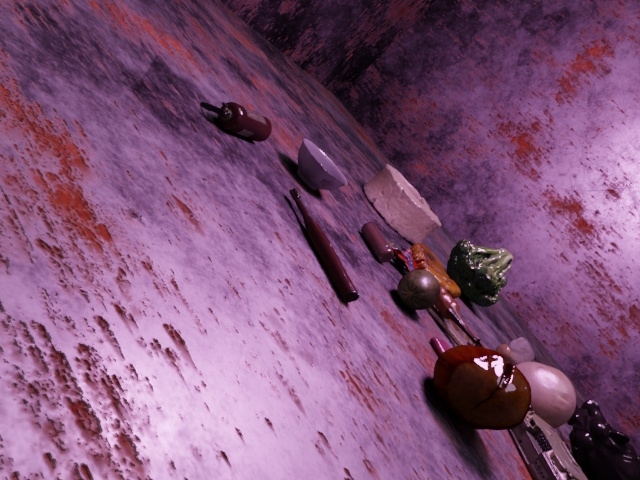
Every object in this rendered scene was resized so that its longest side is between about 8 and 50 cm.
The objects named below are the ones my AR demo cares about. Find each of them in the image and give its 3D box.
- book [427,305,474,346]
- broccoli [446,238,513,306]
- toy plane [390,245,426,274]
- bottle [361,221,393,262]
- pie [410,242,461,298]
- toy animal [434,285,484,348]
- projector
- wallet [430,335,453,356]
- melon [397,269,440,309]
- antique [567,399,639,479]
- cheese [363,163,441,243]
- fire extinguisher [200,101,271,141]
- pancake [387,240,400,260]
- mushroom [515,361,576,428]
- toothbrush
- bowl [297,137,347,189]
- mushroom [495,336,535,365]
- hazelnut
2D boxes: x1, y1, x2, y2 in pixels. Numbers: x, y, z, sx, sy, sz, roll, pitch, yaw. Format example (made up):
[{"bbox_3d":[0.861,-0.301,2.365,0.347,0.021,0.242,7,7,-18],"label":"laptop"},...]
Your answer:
[{"bbox_3d":[0.443,0.293,1.898,0.295,0.020,0.208,48,16,1],"label":"book"},{"bbox_3d":[0.668,0.130,2.476,0.308,0.275,0.308,62,-8,16],"label":"broccoli"},{"bbox_3d":[0.263,0.060,1.885,0.189,0.061,0.130,26,45,-30],"label":"toy plane"},{"bbox_3d":[0.173,0.004,1.794,0.053,0.053,0.140,32,22,-45],"label":"bottle"},{"bbox_3d":[0.414,0.113,2.161,0.273,0.069,0.273,44,14,-14],"label":"pie"},{"bbox_3d":[0.409,0.227,1.798,0.224,0.066,0.229,49,7,0],"label":"toy animal"},{"bbox_3d":[0.597,0.565,1.522,0.193,0.088,0.270,38,18,-23],"label":"projector"},{"bbox_3d":[0.372,0.355,1.534,0.119,0.025,0.232,32,22,-47],"label":"wallet"},{"bbox_3d":[0.276,0.138,1.636,0.114,0.114,0.167,53,16,17],"label":"melon"},{"bbox_3d":[0.948,0.698,1.979,0.322,0.185,0.255,54,15,7],"label":"antique"},{"bbox_3d":[0.341,-0.147,2.435,0.332,0.153,0.292,43,16,-21],"label":"cheese"},{"bbox_3d":[-0.216,-0.309,1.492,0.099,0.071,0.231,24,8,22],"label":"fire extinguisher"},{"bbox_3d":[0.261,0.051,1.980,0.130,0.022,0.116,56,20,24],"label":"pancake"},{"bbox_3d":[0.632,0.466,1.748,0.206,0.209,0.206,18,46,-19],"label":"mushroom"},{"bbox_3d":[-0.001,0.001,1.360,0.041,0.041,0.364,31,23,-47],"label":"toothbrush"},{"bbox_3d":[-0.013,-0.205,1.740,0.189,0.086,0.189,42,16,-15],"label":"bowl"},{"bbox_3d":[0.739,0.432,2.218,0.118,0.103,0.270,55,22,21],"label":"mushroom"},{"bbox_3d":[0.351,0.317,1.292,0.212,0.181,0.181,39,34,5],"label":"hazelnut"}]
